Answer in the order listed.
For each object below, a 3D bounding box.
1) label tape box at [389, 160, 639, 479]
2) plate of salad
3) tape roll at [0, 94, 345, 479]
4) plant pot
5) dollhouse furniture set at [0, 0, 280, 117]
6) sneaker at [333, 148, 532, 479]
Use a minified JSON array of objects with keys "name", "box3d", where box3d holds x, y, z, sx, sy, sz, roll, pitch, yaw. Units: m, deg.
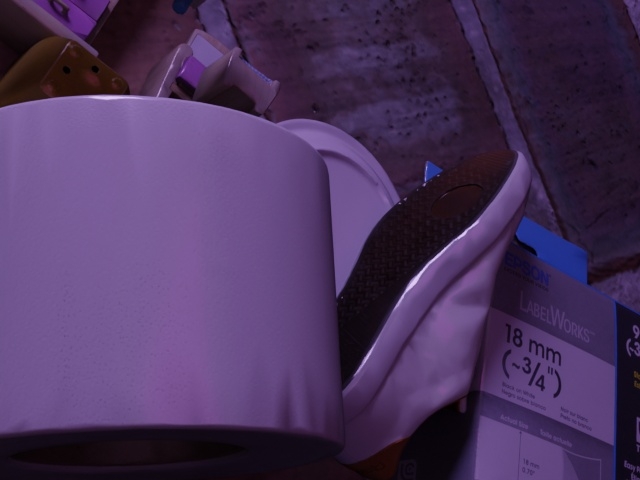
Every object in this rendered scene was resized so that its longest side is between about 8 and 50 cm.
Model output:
[{"name":"label tape box","box3d":[0.196,0.100,0.902,0.240,0.106,0.334,26,59,-30]},{"name":"plate of salad","box3d":[0.000,0.000,0.820,0.199,0.048,0.200,15,66,-38]},{"name":"tape roll","box3d":[-0.110,0.043,0.586,0.246,0.246,0.169,11,67,-36]},{"name":"plant pot","box3d":[-0.176,-0.089,0.690,0.081,0.083,0.081,39,53,-22]},{"name":"dollhouse furniture set","box3d":[-0.081,-0.240,0.678,0.286,0.303,0.198,38,54,-22]},{"name":"sneaker","box3d":[0.085,0.055,0.787,0.290,0.105,0.123,-51,122,-25]}]
